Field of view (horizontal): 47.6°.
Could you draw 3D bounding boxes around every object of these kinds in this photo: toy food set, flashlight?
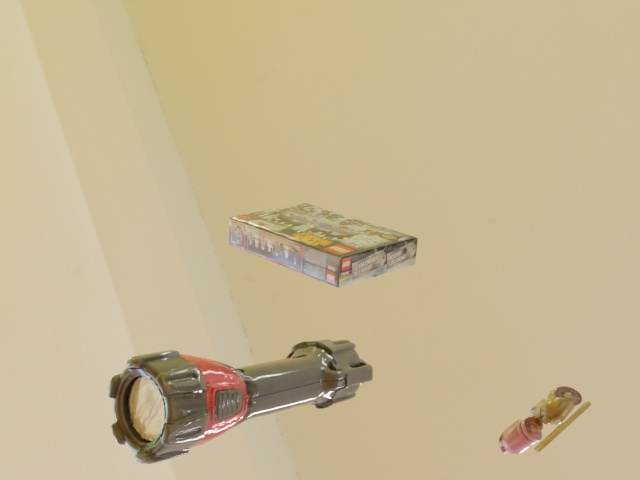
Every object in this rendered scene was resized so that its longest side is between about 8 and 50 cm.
[{"bbox_3d":[0.174,0.148,0.595,0.078,0.122,0.019,-38,-101,-11],"label":"toy food set"},{"bbox_3d":[-0.077,0.158,0.786,0.103,0.304,0.103,-49,-117,26],"label":"flashlight"}]

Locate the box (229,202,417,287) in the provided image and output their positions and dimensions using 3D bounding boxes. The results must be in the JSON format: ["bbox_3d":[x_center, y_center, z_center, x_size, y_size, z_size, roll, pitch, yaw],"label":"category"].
[{"bbox_3d":[0.000,0.000,0.616,0.137,0.094,0.027,19,-66,42],"label":"box"}]
